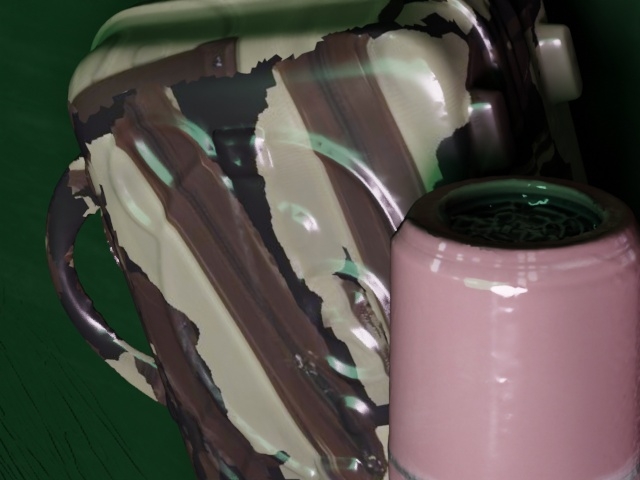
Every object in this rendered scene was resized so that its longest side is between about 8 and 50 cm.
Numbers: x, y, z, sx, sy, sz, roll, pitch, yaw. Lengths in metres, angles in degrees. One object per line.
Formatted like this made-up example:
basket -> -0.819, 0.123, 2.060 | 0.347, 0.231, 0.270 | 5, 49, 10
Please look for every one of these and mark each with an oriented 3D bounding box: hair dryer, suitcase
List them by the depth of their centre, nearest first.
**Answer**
hair dryer -> 0.203, 0.066, 0.933 | 0.125, 0.352, 0.210 | -132, 38, -63
suitcase -> 0.000, 0.000, 1.090 | 0.339, 0.194, 0.351 | -2, 117, 31
